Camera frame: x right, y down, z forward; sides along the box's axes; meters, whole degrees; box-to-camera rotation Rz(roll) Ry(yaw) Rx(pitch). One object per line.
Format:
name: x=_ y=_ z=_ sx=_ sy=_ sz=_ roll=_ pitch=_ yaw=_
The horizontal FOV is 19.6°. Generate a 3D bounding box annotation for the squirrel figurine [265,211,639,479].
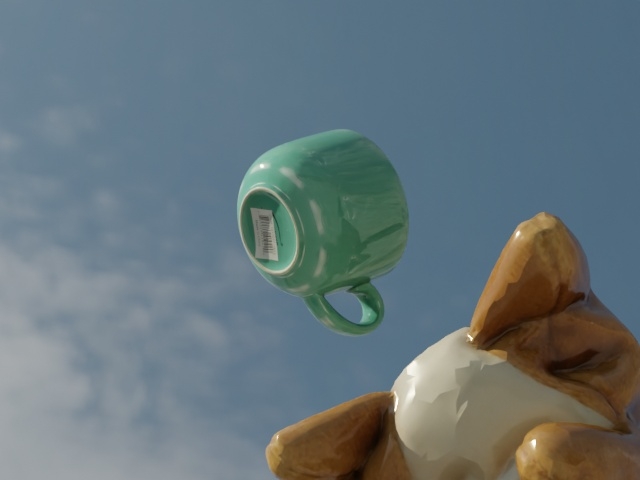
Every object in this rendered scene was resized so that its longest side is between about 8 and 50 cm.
squirrel figurine: x=0.204 y=0.252 z=1.371 sx=0.281 sy=0.370 sz=0.397 roll=-37 pitch=-34 yaw=1

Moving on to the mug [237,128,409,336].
mug: x=0.001 y=-0.009 z=1.509 sx=0.097 sy=0.158 sz=0.129 roll=-17 pitch=-30 yaw=-39
